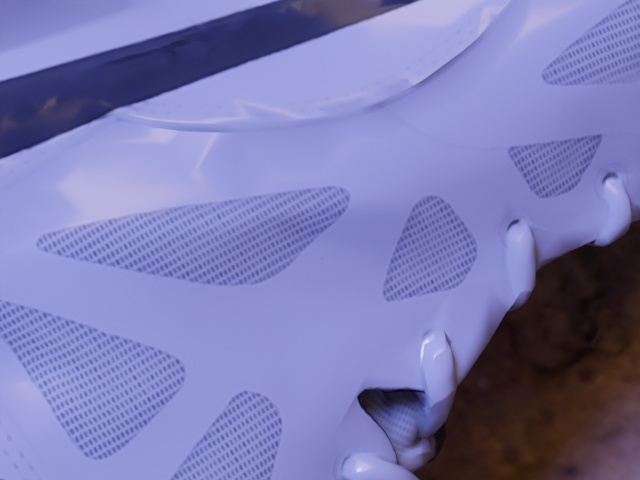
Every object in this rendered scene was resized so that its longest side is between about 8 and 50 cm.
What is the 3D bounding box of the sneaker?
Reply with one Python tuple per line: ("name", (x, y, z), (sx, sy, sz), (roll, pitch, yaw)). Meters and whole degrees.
("sneaker", (0.020, 0.018, 0.434), (0.448, 0.169, 0.257), (-15, 91, -14))
